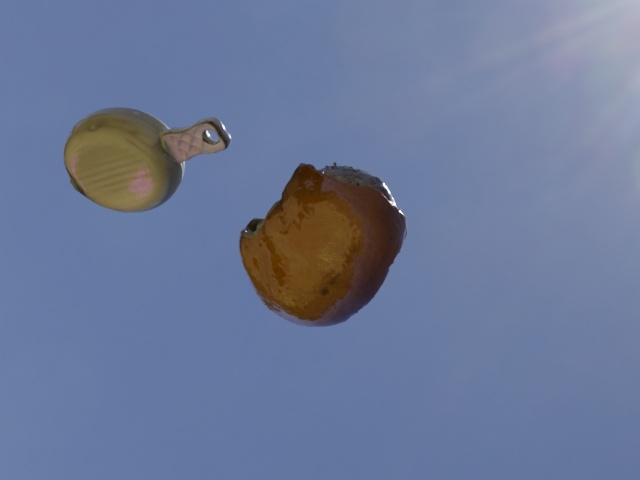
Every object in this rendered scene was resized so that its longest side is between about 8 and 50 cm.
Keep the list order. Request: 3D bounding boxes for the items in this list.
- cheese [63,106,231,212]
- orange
[{"bbox_3d":[-0.200,-0.103,1.831,0.227,0.064,0.137,-13,-56,36],"label":"cheese"},{"bbox_3d":[0.000,0.000,1.376,0.156,0.134,0.156,-48,-155,32],"label":"orange"}]
